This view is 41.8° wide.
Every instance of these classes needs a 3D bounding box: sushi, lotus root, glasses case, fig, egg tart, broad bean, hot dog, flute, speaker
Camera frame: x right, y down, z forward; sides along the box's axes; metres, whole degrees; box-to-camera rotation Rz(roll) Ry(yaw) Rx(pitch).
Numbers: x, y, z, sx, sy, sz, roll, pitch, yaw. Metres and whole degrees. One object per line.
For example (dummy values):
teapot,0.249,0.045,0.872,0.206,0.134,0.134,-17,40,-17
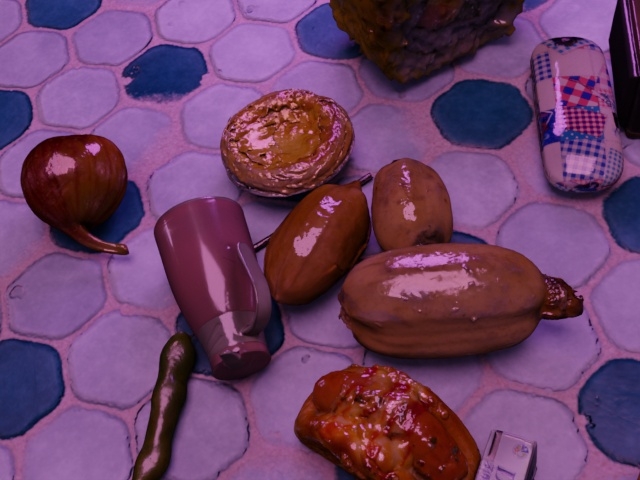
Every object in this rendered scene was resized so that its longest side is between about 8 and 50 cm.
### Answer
sushi,0.199,-0.505,1.441,0.351,0.396,0.240,-22,53,-12
lotus root,0.144,-0.035,1.307,0.125,0.118,0.221,-16,56,16
glasses case,0.425,-0.218,1.402,0.125,0.076,0.327,-2,56,9
fig,-0.411,-0.070,1.398,0.175,0.175,0.207,-6,76,5
egg tart,-0.054,-0.158,1.429,0.234,0.094,0.234,-5,54,8
broad bean,-0.226,0.247,1.220,0.053,0.052,0.256,-23,46,46
lotus root,0.195,0.082,1.186,0.342,0.169,0.151,-5,41,3
hot dog,0.083,0.255,1.100,0.256,0.153,0.150,27,64,23
flute,-0.024,-0.041,1.394,0.269,0.014,0.014,-32,58,-12
speaker,0.591,-0.305,1.387,0.192,0.153,0.231,0,57,9

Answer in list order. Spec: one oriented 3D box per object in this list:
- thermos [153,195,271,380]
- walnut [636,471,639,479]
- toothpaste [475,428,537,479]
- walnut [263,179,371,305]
thermos,-0.145,0.071,1.255,0.146,0.176,0.265,2,52,-36
walnut,0.469,0.318,0.982,0.213,0.213,0.213,-4,57,6
toothpaste,0.195,0.404,1.029,0.067,0.081,0.336,13,60,21
walnut,0.000,0.000,1.291,0.137,0.137,0.245,30,66,25
